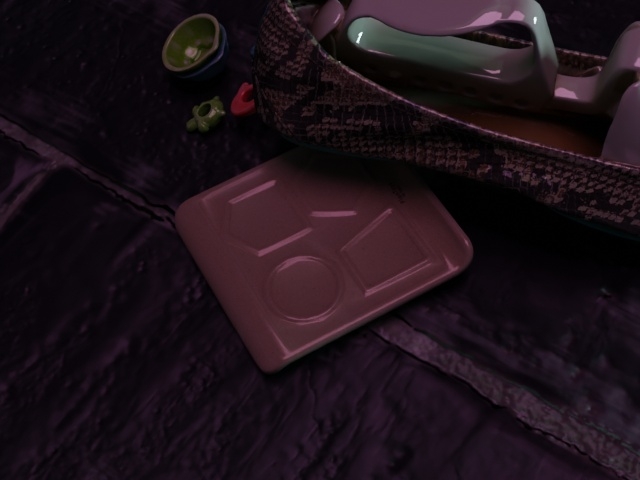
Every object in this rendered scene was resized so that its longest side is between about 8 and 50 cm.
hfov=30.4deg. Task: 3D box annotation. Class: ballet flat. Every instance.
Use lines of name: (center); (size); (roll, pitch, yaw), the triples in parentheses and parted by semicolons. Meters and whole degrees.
ballet flat: (0.174, -0.118, 0.974); (0.483, 0.182, 0.164); (15, 51, 6)

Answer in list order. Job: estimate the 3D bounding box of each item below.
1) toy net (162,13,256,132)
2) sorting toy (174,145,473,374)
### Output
toy net: (-0.042, -0.192, 1.110); (0.232, 0.045, 0.122); (-24, 49, 19)
sorting toy: (0.000, 0.000, 1.035); (0.208, 0.038, 0.193); (-29, 58, -9)
